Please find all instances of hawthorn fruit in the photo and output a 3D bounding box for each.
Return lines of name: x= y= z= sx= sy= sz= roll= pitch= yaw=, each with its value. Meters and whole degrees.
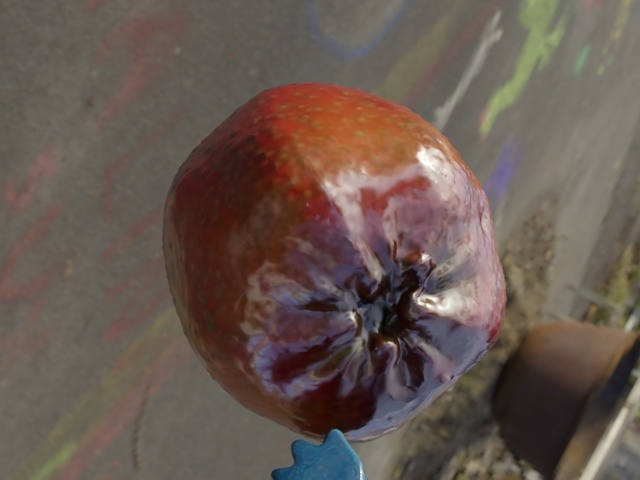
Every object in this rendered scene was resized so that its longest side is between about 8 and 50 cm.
hawthorn fruit: x=0.000 y=0.000 z=1.042 sx=0.254 sy=0.254 sz=0.300 roll=-68 pitch=-159 yaw=15

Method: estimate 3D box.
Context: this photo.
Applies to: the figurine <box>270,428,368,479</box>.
figurine: x=0.012 y=0.279 z=0.915 sx=0.416 sy=0.243 sz=0.298 roll=-41 pitch=-148 yaw=43
